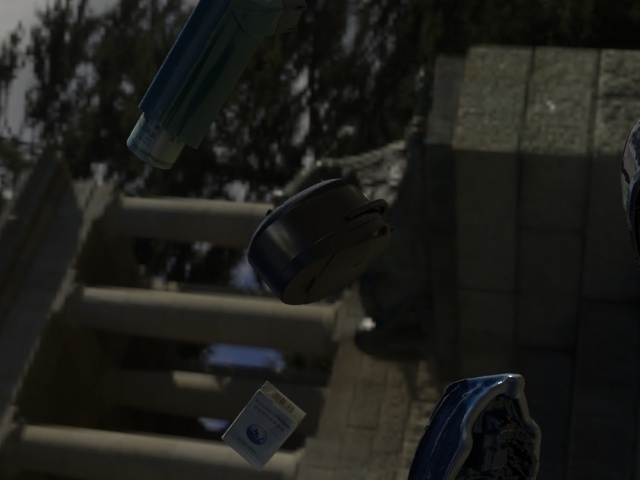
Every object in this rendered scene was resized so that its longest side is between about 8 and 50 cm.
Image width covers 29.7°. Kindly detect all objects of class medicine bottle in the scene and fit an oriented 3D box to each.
[{"bbox_3d":[-0.128,-0.202,1.408,0.258,0.079,0.124,-56,-25,15],"label":"medicine bottle"}]

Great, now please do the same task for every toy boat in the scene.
[{"bbox_3d":[0.160,0.269,1.162,0.129,0.142,0.309,-6,-71,-38],"label":"toy boat"}]

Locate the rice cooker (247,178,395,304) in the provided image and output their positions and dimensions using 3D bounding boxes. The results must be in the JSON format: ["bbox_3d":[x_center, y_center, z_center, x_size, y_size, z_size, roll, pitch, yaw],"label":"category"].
[{"bbox_3d":[0.000,0.000,1.294,0.165,0.106,0.112,-34,-18,-41],"label":"rice cooker"}]

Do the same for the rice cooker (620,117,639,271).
[{"bbox_3d":[0.513,-0.064,1.562,0.224,0.267,0.267,-92,-2,-55],"label":"rice cooker"}]

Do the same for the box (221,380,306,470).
[{"bbox_3d":[-0.058,0.189,1.227,0.083,0.054,0.024,-54,-5,32],"label":"box"}]
